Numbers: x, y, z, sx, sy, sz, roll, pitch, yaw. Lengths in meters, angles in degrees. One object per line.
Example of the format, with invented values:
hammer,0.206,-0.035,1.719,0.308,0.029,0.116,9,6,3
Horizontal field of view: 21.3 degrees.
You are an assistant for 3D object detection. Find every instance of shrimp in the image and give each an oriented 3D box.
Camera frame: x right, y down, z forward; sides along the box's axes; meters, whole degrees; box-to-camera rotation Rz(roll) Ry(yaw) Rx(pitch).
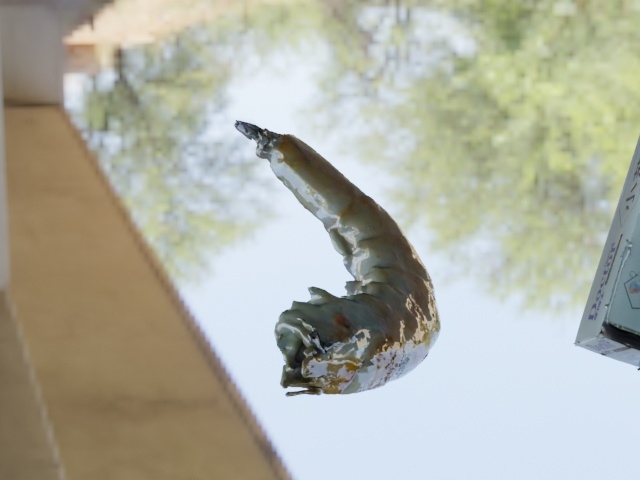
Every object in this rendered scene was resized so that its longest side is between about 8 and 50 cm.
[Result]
shrimp,0.025,0.021,1.453,0.185,0.287,0.068,21,134,-34

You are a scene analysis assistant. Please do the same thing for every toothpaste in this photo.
toothpaste,0.286,-0.054,1.353,0.071,0.313,0.089,20,170,-4
